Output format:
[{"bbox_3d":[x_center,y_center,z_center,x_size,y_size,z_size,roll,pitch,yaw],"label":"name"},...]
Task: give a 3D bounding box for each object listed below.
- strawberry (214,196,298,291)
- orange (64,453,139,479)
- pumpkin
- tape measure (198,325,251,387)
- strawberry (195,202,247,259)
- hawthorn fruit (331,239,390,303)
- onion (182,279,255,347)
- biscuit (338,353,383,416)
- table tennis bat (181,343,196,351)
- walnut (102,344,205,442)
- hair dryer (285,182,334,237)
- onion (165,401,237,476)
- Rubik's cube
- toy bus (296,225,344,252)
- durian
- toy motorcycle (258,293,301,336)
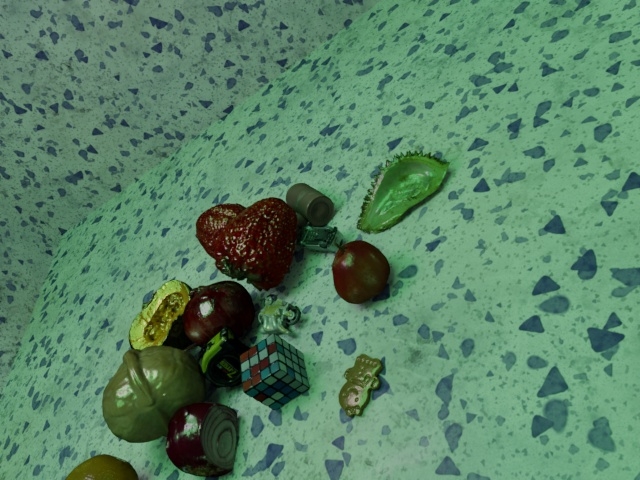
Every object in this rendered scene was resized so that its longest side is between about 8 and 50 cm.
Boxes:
[{"bbox_3d":[-0.236,-0.006,2.074,0.312,0.267,0.351,21,81,22],"label":"strawberry"},{"bbox_3d":[-0.747,0.867,1.877,0.274,0.274,0.274,-26,41,26],"label":"orange"},{"bbox_3d":[-0.606,0.327,2.237,0.242,0.232,0.325,34,80,26],"label":"pumpkin"},{"bbox_3d":[-0.329,0.412,1.934,0.186,0.199,0.112,-43,19,6],"label":"tape measure"},{"bbox_3d":[-0.412,-0.045,2.384,0.288,0.238,0.250,17,57,25],"label":"strawberry"},{"bbox_3d":[0.110,0.082,1.772,0.197,0.225,0.196,-30,28,17],"label":"hawthorn fruit"},{"bbox_3d":[-0.383,0.269,2.068,0.276,0.276,0.276,-26,41,26],"label":"onion"},{"bbox_3d":[0.111,0.418,1.627,0.184,0.027,0.133,-54,39,-9],"label":"biscuit"},{"bbox_3d":[-0.499,0.414,2.162,0.098,0.019,0.155,-27,-2,27],"label":"table tennis bat"},{"bbox_3d":[-0.579,0.533,1.946,0.381,0.381,0.381,-26,41,26],"label":"walnut"},{"bbox_3d":[-0.113,-0.056,2.221,0.352,0.125,0.210,-55,36,2],"label":"hair dryer"},{"bbox_3d":[-0.399,0.638,1.782,0.207,0.206,0.216,-27,40,25],"label":"onion"},{"bbox_3d":[-0.148,0.419,1.777,0.151,0.154,0.155,-36,39,14],"label":"Rubik's cube"},{"bbox_3d":[0.000,0.000,2.065,0.194,0.089,0.087,1,60,46],"label":"toy bus"},{"bbox_3d":[0.275,-0.172,1.971,0.394,0.163,0.198,-44,75,12],"label":"durian"},{"bbox_3d":[-0.158,0.277,1.985,0.229,0.074,0.151,24,78,50],"label":"toy motorcycle"}]
